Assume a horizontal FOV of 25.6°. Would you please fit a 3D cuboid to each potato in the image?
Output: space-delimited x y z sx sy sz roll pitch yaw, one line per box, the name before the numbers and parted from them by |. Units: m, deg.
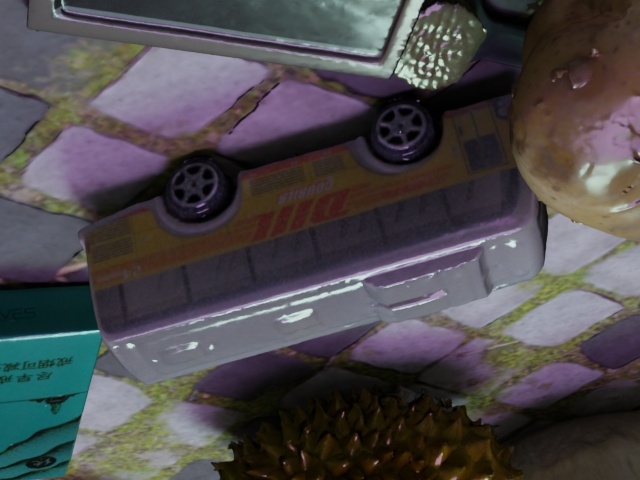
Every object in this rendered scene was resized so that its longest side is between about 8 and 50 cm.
potato | 0.186 -0.082 0.716 0.235 0.128 0.161 -20 136 -28

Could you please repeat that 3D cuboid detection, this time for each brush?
brush | 0.148 -0.095 0.774 0.266 0.027 0.062 7 135 -28

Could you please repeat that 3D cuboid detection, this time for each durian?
durian | 0.033 0.175 1.081 0.250 0.183 0.138 4 109 -18

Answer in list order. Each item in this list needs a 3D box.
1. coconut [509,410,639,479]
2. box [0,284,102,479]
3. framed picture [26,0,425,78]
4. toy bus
coconut | 0.272 0.311 1.188 0.329 0.329 0.329 -8 149 -5
box | -0.241 0.107 0.953 0.161 0.042 0.226 -2 148 -19
framed picture | -0.024 -0.167 0.592 0.189 0.023 0.260 7 146 -11
toy bus | 0.000 0.000 0.804 0.268 0.106 0.092 -16 151 6
